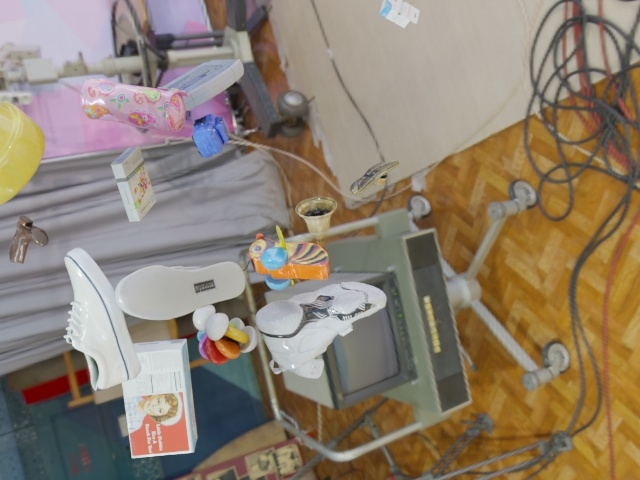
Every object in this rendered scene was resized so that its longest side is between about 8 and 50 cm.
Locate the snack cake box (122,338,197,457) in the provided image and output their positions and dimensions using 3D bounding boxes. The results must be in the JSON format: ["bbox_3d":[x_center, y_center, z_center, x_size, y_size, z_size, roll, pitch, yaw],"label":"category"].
[{"bbox_3d":[-0.392,0.384,1.488,0.089,0.152,0.265,-120,25,-81],"label":"snack cake box"}]

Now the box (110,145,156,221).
[{"bbox_3d":[-0.556,-0.169,1.822,0.145,0.038,0.186,-78,-19,-62],"label":"box"}]

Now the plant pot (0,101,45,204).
[{"bbox_3d":[-0.777,-0.226,1.308,0.254,0.254,0.239,53,-179,36],"label":"plant pot"}]

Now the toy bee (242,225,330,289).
[{"bbox_3d":[-0.125,0.036,1.605,0.162,0.298,0.195,-93,17,-47],"label":"toy bee"}]

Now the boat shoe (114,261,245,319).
[{"bbox_3d":[-0.261,0.088,1.108,0.088,0.267,0.096,-16,88,40],"label":"boat shoe"}]

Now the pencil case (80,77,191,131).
[{"bbox_3d":[-0.502,-0.369,1.655,0.283,0.124,0.124,10,121,12],"label":"pencil case"}]

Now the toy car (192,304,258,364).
[{"bbox_3d":[-0.275,0.269,1.675,0.182,0.159,0.136,20,80,52],"label":"toy car"}]

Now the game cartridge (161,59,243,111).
[{"bbox_3d":[-0.385,-0.476,1.882,0.198,0.297,0.062,18,138,38],"label":"game cartridge"}]

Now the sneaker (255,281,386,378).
[{"bbox_3d":[0.011,0.250,1.694,0.137,0.365,0.210,-124,25,-61],"label":"sneaker"}]

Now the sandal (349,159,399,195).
[{"bbox_3d":[0.163,-0.182,1.813,0.072,0.180,0.049,22,147,55],"label":"sandal"}]

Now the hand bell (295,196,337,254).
[{"bbox_3d":[0.000,0.000,1.894,0.126,0.126,0.242,38,143,50],"label":"hand bell"}]

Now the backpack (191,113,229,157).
[{"bbox_3d":[-0.324,-0.309,1.788,0.120,0.101,0.098,-90,-24,-53],"label":"backpack"}]

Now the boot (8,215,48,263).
[{"bbox_3d":[-0.670,0.018,1.389,0.106,0.037,0.114,41,113,26],"label":"boot"}]

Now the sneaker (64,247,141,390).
[{"bbox_3d":[-0.389,0.142,1.037,0.094,0.091,0.258,5,117,50],"label":"sneaker"}]

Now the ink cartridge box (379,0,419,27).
[{"bbox_3d":[0.178,-0.513,1.370,0.028,0.083,0.048,-42,28,58],"label":"ink cartridge box"}]
